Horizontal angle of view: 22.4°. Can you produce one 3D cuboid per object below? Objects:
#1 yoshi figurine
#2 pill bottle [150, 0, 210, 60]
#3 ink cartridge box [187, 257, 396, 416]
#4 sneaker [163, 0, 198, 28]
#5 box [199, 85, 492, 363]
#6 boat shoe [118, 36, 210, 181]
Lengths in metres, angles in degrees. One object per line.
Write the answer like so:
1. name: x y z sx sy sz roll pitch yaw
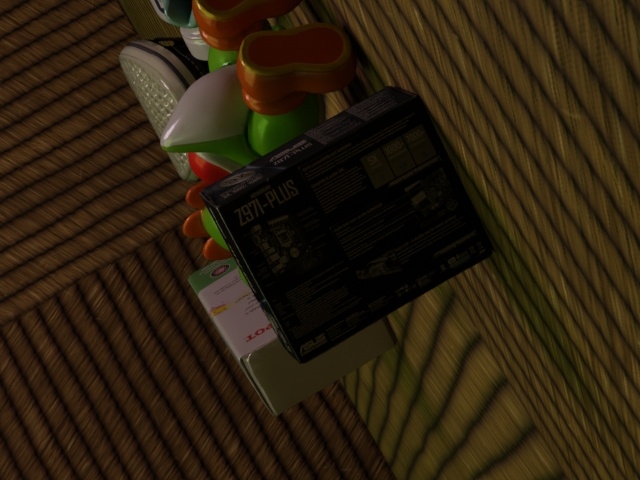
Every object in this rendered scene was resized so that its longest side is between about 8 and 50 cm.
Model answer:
1. yoshi figurine: -0.015 -0.093 1.523 0.203 0.204 0.362 18 144 12
2. pill bottle: -0.129 -0.279 1.617 0.187 0.112 0.112 65 173 -34
3. ink cartridge box: -0.044 0.097 2.263 0.117 0.201 0.278 63 173 -29
4. sneaker: -0.139 -0.302 1.407 0.110 0.122 0.283 7 145 35
5. box: 0.020 -0.014 1.280 0.147 0.180 0.077 62 173 -17
6. boat shoe: -0.141 -0.175 1.999 0.187 0.156 0.500 63 178 -1
